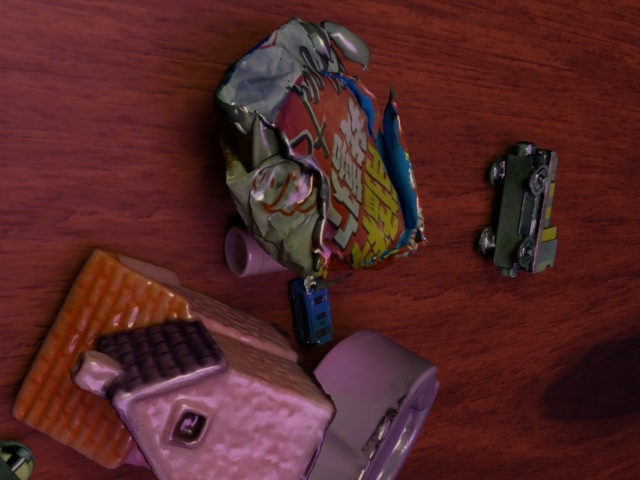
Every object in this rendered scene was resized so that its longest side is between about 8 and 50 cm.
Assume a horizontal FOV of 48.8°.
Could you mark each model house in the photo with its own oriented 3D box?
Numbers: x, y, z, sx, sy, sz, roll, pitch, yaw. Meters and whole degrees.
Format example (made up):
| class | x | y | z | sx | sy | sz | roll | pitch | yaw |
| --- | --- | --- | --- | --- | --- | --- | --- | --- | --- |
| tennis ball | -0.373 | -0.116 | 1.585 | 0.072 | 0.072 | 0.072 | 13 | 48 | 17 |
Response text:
| class | x | y | z | sx | sy | sz | roll | pitch | yaw |
| --- | --- | --- | --- | --- | --- | --- | --- | --- | --- |
| model house | -0.154 | 0.157 | 0.681 | 0.237 | 0.237 | 0.202 | 29 | 96 | -26 |

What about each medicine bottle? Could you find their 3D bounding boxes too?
| class | x | y | z | sx | sy | sz | roll | pitch | yaw |
| --- | --- | --- | --- | --- | --- | --- | --- | --- | --- |
| medicine bottle | 0.000 | 0.000 | 0.842 | 0.231 | 0.059 | 0.059 | -8 | 112 | -34 |

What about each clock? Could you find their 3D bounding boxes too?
| class | x | y | z | sx | sy | sz | roll | pitch | yaw |
| --- | --- | --- | --- | --- | --- | --- | --- | --- | --- |
| clock | 0.030 | 0.274 | 0.857 | 0.338 | 0.102 | 0.338 | -50 | 155 | -34 |

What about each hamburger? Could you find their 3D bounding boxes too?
| class | x | y | z | sx | sy | sz | roll | pitch | yaw |
| --- | --- | --- | --- | --- | --- | --- | --- | --- | --- |
| hamburger | -0.016 | -0.078 | 0.729 | 0.260 | 0.150 | 0.276 | -37 | 106 | -48 |

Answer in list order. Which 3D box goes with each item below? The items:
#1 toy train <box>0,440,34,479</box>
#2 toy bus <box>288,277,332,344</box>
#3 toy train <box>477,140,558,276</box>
| class | x | y | z | sx | sy | sz | roll | pitch | yaw |
| --- | --- | --- | --- | --- | --- | --- | --- | --- | --- |
| toy train | -0.366 | 0.206 | 0.629 | 0.157 | 0.105 | 0.253 | -26 | 122 | -11 |
| toy bus | -0.010 | 0.088 | 0.877 | 0.038 | 0.046 | 0.083 | -21 | 118 | -29 |
| toy train | 0.304 | -0.048 | 1.048 | 0.132 | 0.083 | 0.200 | -11 | 114 | -46 |
